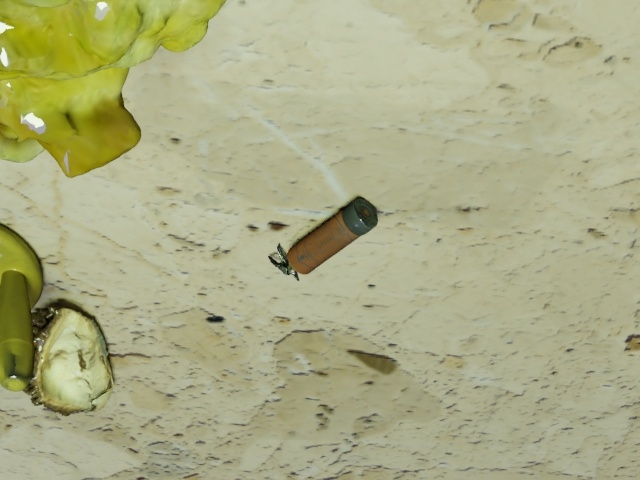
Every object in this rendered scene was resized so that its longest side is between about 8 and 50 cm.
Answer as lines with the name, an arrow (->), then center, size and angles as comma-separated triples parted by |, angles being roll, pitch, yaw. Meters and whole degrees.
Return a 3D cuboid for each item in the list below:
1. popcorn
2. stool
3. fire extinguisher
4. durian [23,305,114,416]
popcorn -> -0.157, -0.149, 0.649 | 0.233, 0.192, 0.266 | -3, 119, 16
stool -> -0.246, 0.055, 0.927 | 0.134, 0.110, 0.135 | -2, 134, 7
fire extinguisher -> 0.000, 0.000, 0.915 | 0.083, 0.022, 0.028 | -35, 86, 34
durian -> -0.191, 0.089, 1.019 | 0.066, 0.052, 0.130 | -29, 144, -21
